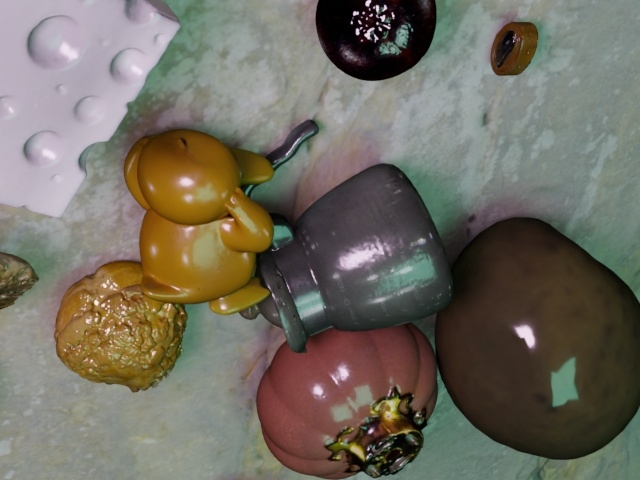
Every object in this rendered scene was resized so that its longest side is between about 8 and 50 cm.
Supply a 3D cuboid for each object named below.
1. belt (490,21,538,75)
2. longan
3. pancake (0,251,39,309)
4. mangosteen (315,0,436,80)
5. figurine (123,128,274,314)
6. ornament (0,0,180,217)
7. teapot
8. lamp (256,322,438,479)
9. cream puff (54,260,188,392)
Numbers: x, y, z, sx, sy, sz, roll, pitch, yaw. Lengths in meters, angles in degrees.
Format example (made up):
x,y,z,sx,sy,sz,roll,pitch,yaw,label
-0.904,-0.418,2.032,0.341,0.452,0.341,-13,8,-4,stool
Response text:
x,y,z,sx,sy,sz,roll,pitch,yaw,label
0.265,-0.266,1.591,0.036,0.059,0.083,-7,143,-30,belt
0.355,0.162,1.859,0.336,0.404,0.404,-14,152,32,longan
-0.483,0.072,1.254,0.356,0.065,0.356,-15,172,-2,pancake
0.069,-0.269,1.394,0.152,0.152,0.152,-20,137,-20,mangosteen
-0.151,-0.025,1.426,0.215,0.215,0.228,2,111,-37,figurine
-0.324,-0.204,1.079,0.239,0.240,0.239,16,117,-44,ornament
0.010,0.019,1.567,0.285,0.223,0.305,-24,142,-4,teapot
0.054,0.253,1.795,0.305,0.239,0.305,-20,137,-20,lamp
-0.260,0.124,1.533,0.189,0.129,0.189,-17,136,-17,cream puff
